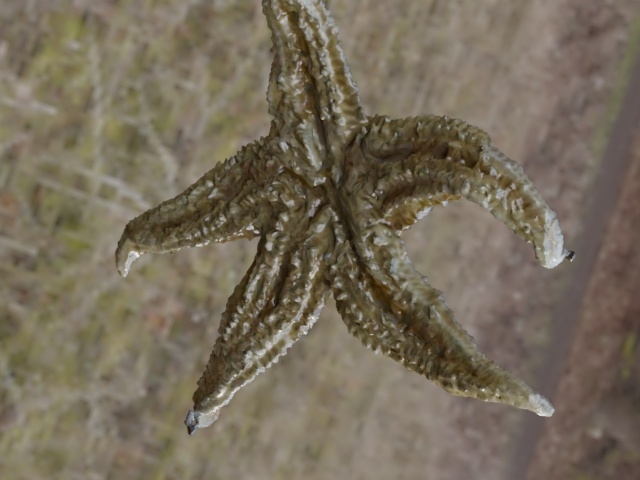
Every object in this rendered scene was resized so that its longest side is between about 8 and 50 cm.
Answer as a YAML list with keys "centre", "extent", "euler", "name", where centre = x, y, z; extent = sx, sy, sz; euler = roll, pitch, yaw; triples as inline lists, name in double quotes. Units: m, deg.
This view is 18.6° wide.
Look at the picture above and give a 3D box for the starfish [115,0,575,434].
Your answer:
- centre: [0.002, 0.000, 1.126]
  extent: [0.302, 0.299, 0.060]
  euler: [-33, 167, 36]
  name: "starfish"
